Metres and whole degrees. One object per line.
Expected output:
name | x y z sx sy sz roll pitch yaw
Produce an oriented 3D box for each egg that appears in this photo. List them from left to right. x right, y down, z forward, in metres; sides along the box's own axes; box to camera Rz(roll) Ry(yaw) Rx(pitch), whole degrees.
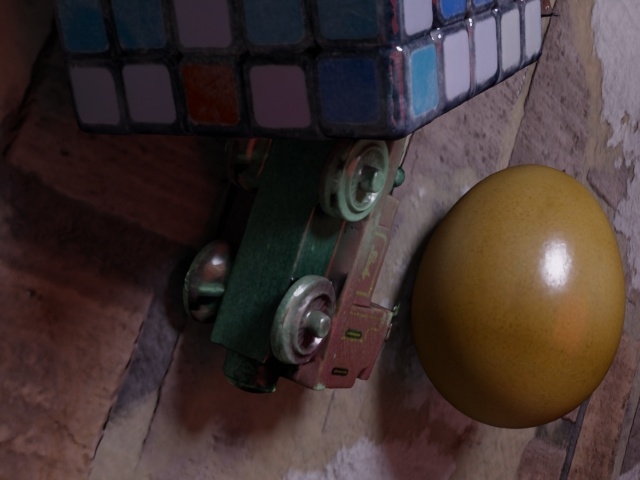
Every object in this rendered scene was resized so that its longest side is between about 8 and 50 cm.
egg | 0.240 0.065 1.148 0.250 0.250 0.322 24 76 -50

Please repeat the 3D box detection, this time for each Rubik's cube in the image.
Rubik's cube | -0.014 -0.245 0.709 0.293 0.287 0.292 -37 126 -51

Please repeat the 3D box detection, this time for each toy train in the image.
toy train | 0.000 0.000 0.920 0.221 0.150 0.304 14 95 -59

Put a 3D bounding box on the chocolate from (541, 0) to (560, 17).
chocolate | 0.147 -0.290 1.078 0.321 0.112 0.112 -19 103 -46
